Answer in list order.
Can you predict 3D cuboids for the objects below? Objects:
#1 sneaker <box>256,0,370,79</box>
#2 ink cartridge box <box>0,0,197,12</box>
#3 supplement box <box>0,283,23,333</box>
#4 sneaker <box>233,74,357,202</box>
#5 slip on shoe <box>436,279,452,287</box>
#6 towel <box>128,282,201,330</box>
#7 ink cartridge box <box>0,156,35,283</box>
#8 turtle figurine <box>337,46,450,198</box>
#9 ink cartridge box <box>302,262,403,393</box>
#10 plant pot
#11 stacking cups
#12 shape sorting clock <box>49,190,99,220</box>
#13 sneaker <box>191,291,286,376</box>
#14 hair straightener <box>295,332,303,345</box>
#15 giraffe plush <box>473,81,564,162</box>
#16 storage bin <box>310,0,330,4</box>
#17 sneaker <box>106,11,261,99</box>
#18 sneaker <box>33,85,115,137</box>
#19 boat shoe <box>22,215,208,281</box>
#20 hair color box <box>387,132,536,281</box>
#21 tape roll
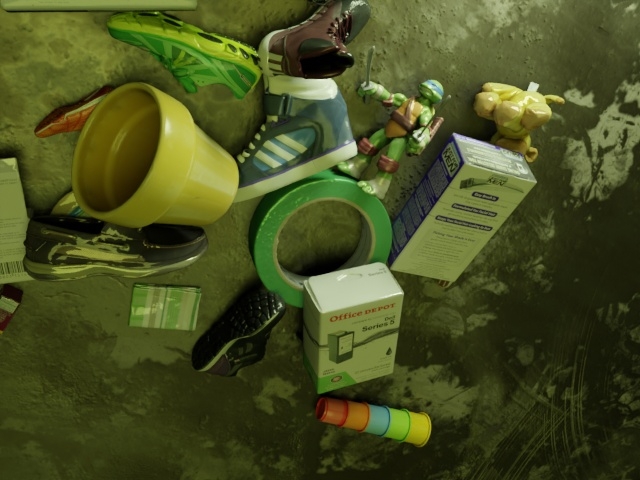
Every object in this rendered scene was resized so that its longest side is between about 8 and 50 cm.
[{"bbox_3d":[0.031,-0.370,1.233,0.281,0.163,0.106,-38,136,-24],"label":"sneaker"},{"bbox_3d":[-0.384,-0.559,1.103,0.324,0.071,0.329,-5,104,-15],"label":"ink cartridge box"},{"bbox_3d":[-0.660,0.142,1.360,0.043,0.055,0.083,31,101,-27],"label":"supplement box"},{"bbox_3d":[-0.103,-0.230,1.339,0.323,0.130,0.236,-20,100,8],"label":"sneaker"},{"bbox_3d":[0.339,0.060,1.642,0.135,0.051,0.041,-64,155,7],"label":"slip on shoe"},{"bbox_3d":[-0.351,0.154,1.480,0.152,0.023,0.113,6,111,-19],"label":"towel"},{"bbox_3d":[-0.711,-0.032,1.256,0.297,0.066,0.261,-7,116,-15],"label":"ink cartridge box"},{"bbox_3d":[0.130,-0.237,1.354,0.198,0.275,0.266,36,107,7],"label":"turtle figurine"},{"bbox_3d":[0.068,0.203,1.502,0.199,0.114,0.272,-12,131,-16],"label":"ink cartridge box"},{"bbox_3d":[-0.294,-0.134,1.236,0.254,0.254,0.239,-54,144,11],"label":"plant pot"},{"bbox_3d":[0.140,0.473,1.754,0.316,0.096,0.096,20,107,-19],"label":"stacking cups"},{"bbox_3d":[-0.456,-0.022,1.354,0.206,0.040,0.206,-9,114,-20],"label":"shape sorting clock"},{"bbox_3d":[-0.164,0.220,1.516,0.283,0.107,0.124,-38,133,25],"label":"sneaker"},{"bbox_3d":[0.005,0.305,1.656,0.089,0.047,0.230,-38,124,2],"label":"hair straightener"},{"bbox_3d":[0.431,-0.251,1.477,0.210,0.181,0.170,-29,138,-43],"label":"giraffe plush"},{"bbox_3d":[0.036,-0.541,1.241,0.180,0.084,0.122,-27,119,-3],"label":"storage bin"},{"bbox_3d":[-0.257,-0.342,1.225,0.296,0.109,0.123,18,119,-15],"label":"sneaker"},{"bbox_3d":[-0.459,-0.230,1.246,0.175,0.064,0.067,-24,127,-3],"label":"sneaker"},{"bbox_3d":[-0.397,-0.004,1.287,0.356,0.132,0.130,-6,114,-22],"label":"boat shoe"},{"bbox_3d":[0.300,-0.062,1.470,0.185,0.110,0.338,12,134,-22],"label":"hair color box"},{"bbox_3d":[0.000,0.000,1.487,0.322,0.077,0.321,-7,116,-15],"label":"tape roll"}]
